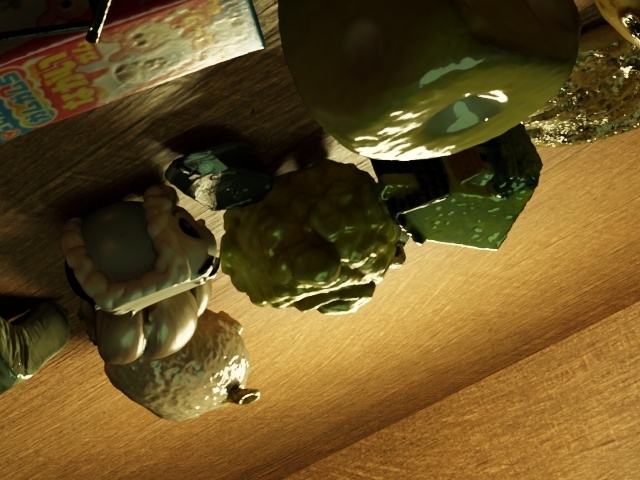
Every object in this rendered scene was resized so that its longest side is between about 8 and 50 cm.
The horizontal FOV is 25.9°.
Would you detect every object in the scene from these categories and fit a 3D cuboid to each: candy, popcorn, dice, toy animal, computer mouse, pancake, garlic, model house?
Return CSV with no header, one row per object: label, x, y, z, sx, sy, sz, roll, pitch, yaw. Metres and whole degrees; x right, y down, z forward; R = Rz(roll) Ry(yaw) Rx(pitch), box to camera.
candy,-0.219,-0.213,1.396,0.305,0.100,0.157,-19,162,-1
popcorn,0.000,0.000,1.998,0.241,0.235,0.250,-33,-166,-29
dice,0.111,-0.231,1.470,0.238,0.233,0.227,-1,155,-42
toy animal,-0.240,0.196,2.359,0.226,0.188,0.358,-16,154,13
computer mouse,-0.133,-0.095,1.867,0.105,0.062,0.192,-27,154,23
pancake,0.411,-0.226,2.054,0.356,0.065,0.356,-18,160,-7
toy animal,-0.248,0.014,1.912,0.204,0.156,0.208,-24,178,1
garlic,-0.258,0.105,2.134,0.214,0.160,0.191,-3,154,-25
model house,0.163,-0.110,1.941,0.211,0.194,0.170,5,136,-26

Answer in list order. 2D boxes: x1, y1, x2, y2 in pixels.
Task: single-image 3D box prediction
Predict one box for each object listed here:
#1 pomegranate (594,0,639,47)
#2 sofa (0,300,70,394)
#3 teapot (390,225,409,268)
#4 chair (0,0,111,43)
pomegranate,0.421,-0.318,1.553,0.260,0.260,0.260,-18,161,-6
sofa,-0.526,0.147,2.117,0.210,0.176,0.225,-28,-172,22
teapot,0.060,0.000,2.252,0.200,0.107,0.077,-4,153,-40
chair,-0.241,-0.275,1.151,0.154,0.141,0.260,-12,163,-23
